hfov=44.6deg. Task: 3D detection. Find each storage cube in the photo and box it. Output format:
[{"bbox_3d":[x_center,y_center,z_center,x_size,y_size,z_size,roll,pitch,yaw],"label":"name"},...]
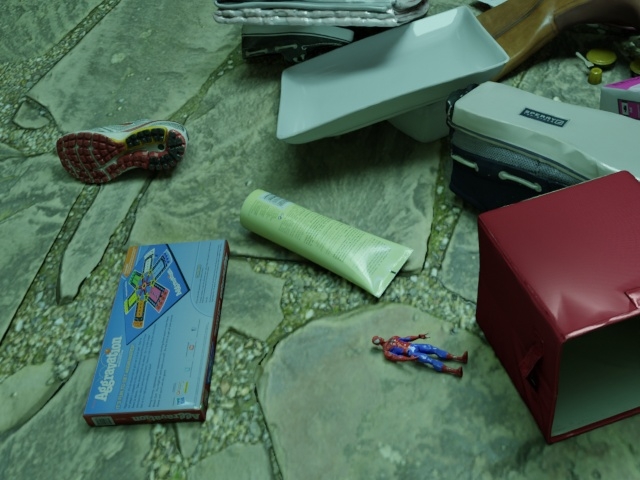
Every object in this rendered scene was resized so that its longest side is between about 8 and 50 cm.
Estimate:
[{"bbox_3d":[0.291,0.068,0.850,0.215,0.183,0.193,-17,44,-6],"label":"storage cube"}]

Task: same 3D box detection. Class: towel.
[{"bbox_3d":[0.010,-0.425,1.415,0.332,0.053,0.317,6,20,15],"label":"towel"}]

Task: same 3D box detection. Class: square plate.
[{"bbox_3d":[0.100,-0.262,1.242,0.344,0.049,0.347,-17,28,8],"label":"square plate"}]

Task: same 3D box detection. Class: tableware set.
[{"bbox_3d":[0.511,-0.295,1.295,0.154,0.024,0.104,-16,48,-8],"label":"tableware set"}]

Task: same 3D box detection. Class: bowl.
[{"bbox_3d":[0.179,-0.232,1.271,0.142,0.053,0.142,-28,45,-19],"label":"bowl"}]

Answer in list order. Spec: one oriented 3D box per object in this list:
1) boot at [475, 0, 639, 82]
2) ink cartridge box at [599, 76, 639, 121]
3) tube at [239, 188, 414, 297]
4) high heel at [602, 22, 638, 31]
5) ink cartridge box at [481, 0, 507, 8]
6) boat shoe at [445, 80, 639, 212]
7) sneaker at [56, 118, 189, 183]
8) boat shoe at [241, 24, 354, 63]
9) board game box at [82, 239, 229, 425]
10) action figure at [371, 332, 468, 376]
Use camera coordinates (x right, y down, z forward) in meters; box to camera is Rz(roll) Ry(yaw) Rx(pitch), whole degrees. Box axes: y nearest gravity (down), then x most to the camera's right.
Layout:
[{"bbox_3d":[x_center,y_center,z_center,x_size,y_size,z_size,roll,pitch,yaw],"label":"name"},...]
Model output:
[{"bbox_3d":[0.391,-0.350,1.277,0.281,0.096,0.264,-31,55,10],"label":"boot"},{"bbox_3d":[0.507,-0.192,1.044,0.176,0.069,0.371,-14,13,-3],"label":"ink cartridge box"},{"bbox_3d":[0.000,0.000,1.071,0.240,0.062,0.070,23,97,24],"label":"tube"},{"bbox_3d":[0.654,-0.367,1.275,0.377,0.127,0.181,22,52,42],"label":"high heel"},{"bbox_3d":[0.390,-0.443,1.463,0.146,0.045,0.179,-27,36,-16],"label":"ink cartridge box"},{"bbox_3d":[0.316,-0.085,1.021,0.341,0.158,0.127,30,50,33],"label":"boat shoe"},{"bbox_3d":[-0.320,-0.150,1.272,0.226,0.088,0.092,-3,24,8],"label":"sneaker"},{"bbox_3d":[-0.043,-0.359,1.431,0.220,0.070,0.078,6,7,23],"label":"boat shoe"},{"bbox_3d":[-0.204,0.110,1.013,0.145,0.027,0.281,-3,45,5],"label":"board game box"},{"bbox_3d":[0.116,0.132,0.932,0.115,0.030,0.038,10,53,22],"label":"action figure"}]
